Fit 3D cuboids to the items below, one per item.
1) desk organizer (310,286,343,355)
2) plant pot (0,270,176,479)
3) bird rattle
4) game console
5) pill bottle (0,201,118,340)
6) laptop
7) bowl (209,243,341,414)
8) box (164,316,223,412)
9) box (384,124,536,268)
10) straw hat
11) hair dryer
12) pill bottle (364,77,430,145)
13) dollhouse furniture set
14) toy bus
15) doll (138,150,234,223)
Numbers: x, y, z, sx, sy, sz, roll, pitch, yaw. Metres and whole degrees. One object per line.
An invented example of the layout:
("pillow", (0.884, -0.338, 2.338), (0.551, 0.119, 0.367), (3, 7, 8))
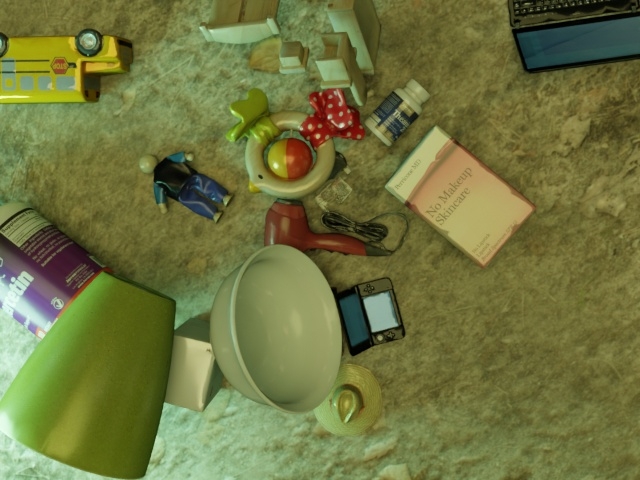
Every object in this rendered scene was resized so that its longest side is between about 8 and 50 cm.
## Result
("desk organizer", (0.012, 0.155, 1.789), (0.050, 0.047, 0.130), (-6, 95, 4))
("plant pot", (-0.365, 0.212, 1.607), (0.275, 0.275, 0.293), (24, 86, 3))
("bird rattle", (-0.046, -0.176, 1.725), (0.254, 0.143, 0.206), (2, 82, -6))
("game console", (0.094, 0.142, 1.767), (0.107, 0.071, 0.122), (-15, 94, 7))
("pill bottle", (-0.541, 0.053, 1.763), (0.323, 0.181, 0.181), (37, 97, 1))
("laptop", (0.452, -0.432, 1.651), (0.234, 0.136, 0.264), (-7, 94, 5))
("bowl", (-0.100, 0.162, 1.665), (0.134, 0.298, 0.297), (-12, 94, 36))
("box", (-0.231, 0.227, 1.755), (0.091, 0.170, 0.130), (14, 96, 4))
("box", (0.249, -0.081, 1.705), (0.232, 0.127, 0.148), (39, 98, 1))
("straw hat", (0.049, 0.310, 1.792), (0.145, 0.061, 0.144), (0, 95, 5))
("hair dryer", (0.000, 0.000, 1.760), (0.293, 0.080, 0.223), (-42, 91, 8))
("pill bottle", (0.143, -0.237, 1.731), (0.067, 0.067, 0.120), (44, 98, 0))
("dollhouse furniture set", (-0.087, -0.369, 1.695), (0.356, 0.174, 0.303), (-1, 61, 18))
("toy bus", (-0.524, -0.322, 1.764), (0.333, 0.108, 0.130), (0, 95, 5))
("doll", (-0.264, -0.103, 1.791), (0.189, 0.046, 0.129), (32, 96, 1))
